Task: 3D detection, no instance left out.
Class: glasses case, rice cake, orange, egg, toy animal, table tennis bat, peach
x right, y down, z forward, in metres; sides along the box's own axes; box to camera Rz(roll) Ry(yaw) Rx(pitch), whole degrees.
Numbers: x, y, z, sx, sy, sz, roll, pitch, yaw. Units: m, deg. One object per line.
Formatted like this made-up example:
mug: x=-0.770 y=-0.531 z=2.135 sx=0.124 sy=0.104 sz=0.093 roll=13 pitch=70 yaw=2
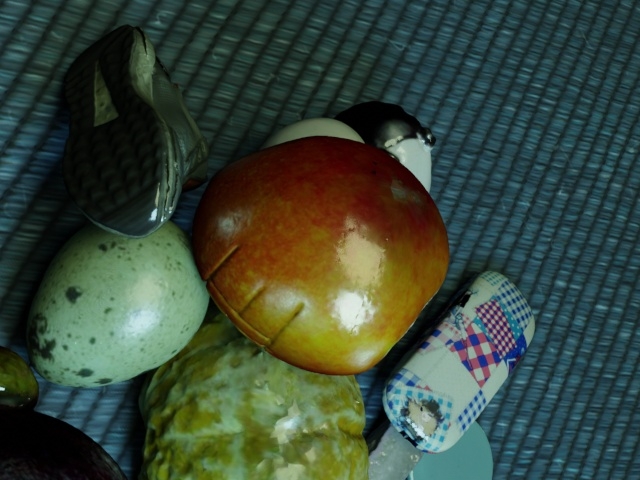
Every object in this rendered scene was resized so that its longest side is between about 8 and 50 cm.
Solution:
glasses case: x=0.194 y=0.161 z=1.810 sx=0.125 sy=0.076 sz=0.327 roll=51 pitch=47 yaw=-6
rice cake: x=0.002 y=0.369 z=1.682 sx=0.070 sy=0.064 sz=0.399 roll=51 pitch=59 yaw=-9
orange: x=-0.074 y=0.232 z=1.541 sx=0.271 sy=0.210 sz=0.368 roll=1 pitch=78 yaw=-13
egg: x=-0.229 y=0.071 z=1.481 sx=0.228 sy=0.177 sz=0.177 roll=-45 pitch=111 yaw=-17
toy animal: x=0.019 y=-0.072 z=1.678 sx=0.235 sy=0.165 sz=0.187 roll=-21 pitch=125 yaw=-40
table tennis bat: x=0.175 y=0.353 z=1.826 sx=0.153 sy=0.040 sz=0.244 roll=18 pitch=70 yaw=-33
peach: x=0.000 y=0.000 z=1.470 sx=0.275 sy=0.248 sz=0.245 roll=37 pitch=103 yaw=-7

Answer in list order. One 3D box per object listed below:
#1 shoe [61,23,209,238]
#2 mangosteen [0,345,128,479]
shoe: x=-0.191 y=-0.092 z=1.496 sx=0.171 sy=0.132 sz=0.336 roll=47 pitch=17 yaw=-39
mangosteen: x=-0.367 y=0.282 z=1.260 sx=0.382 sy=0.382 sz=0.435 roll=-21 pitch=69 yaw=-36
